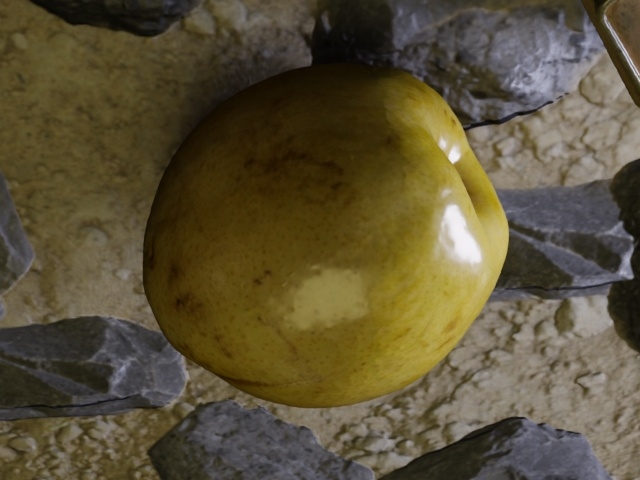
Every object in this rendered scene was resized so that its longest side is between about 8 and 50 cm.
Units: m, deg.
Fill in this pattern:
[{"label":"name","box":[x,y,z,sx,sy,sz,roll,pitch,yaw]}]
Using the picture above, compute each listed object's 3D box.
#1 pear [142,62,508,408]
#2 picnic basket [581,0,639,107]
[{"label":"pear","box":[0.000,0.000,1.353,0.314,0.314,0.314,-1,132,-1]},{"label":"picnic basket","box":[0.346,-0.221,1.263,0.267,0.139,0.165,-26,127,20]}]
